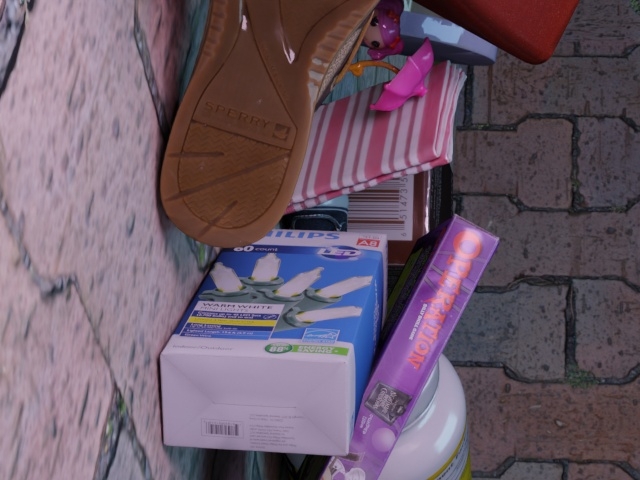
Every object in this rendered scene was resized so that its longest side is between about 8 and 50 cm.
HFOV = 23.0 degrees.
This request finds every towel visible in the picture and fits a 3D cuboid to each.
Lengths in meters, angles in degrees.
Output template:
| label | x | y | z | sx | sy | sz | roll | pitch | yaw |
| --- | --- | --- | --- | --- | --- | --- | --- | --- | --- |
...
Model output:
| label | x | y | z | sx | sy | sz | roll | pitch | yaw |
| --- | --- | --- | --- | --- | --- | --- | --- | --- | --- |
| towel | 0.038 | -0.088 | 1.441 | 0.029 | 0.197 | 0.144 | 55 | 31 | -31 |

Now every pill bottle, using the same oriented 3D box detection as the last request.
| label | x | y | z | sx | sy | sz | roll | pitch | yaw |
| --- | --- | --- | --- | --- | --- | --- | --- | --- | --- |
| pill bottle | 0.056 | 0.207 | 1.583 | 0.334 | 0.188 | 0.188 | 80 | 14 | -51 |

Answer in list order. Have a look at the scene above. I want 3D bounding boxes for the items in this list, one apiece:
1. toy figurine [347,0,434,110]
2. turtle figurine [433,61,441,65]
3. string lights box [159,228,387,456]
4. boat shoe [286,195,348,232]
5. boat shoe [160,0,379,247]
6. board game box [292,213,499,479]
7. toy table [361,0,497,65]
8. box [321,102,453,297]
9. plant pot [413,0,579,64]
| label | x | y | z | sx | sy | sz | roll | pitch | yaw |
| --- | --- | --- | --- | --- | --- | --- | --- | --- | --- |
| toy figurine | 0.022 | -0.177 | 1.406 | 0.130 | 0.159 | 0.173 | -67 | 156 | -68 |
| turtle figurine | 0.143 | -0.389 | 2.085 | 0.198 | 0.275 | 0.266 | 32 | 56 | -39 |
| string lights box | -0.027 | 0.070 | 1.197 | 0.259 | 0.133 | 0.076 | -68 | 159 | -68 |
| boat shoe | 0.000 | 0.000 | 1.589 | 0.183 | 0.065 | 0.083 | 47 | 44 | -79 |
| boat shoe | -0.021 | -0.164 | 1.101 | 0.123 | 0.123 | 0.342 | -104 | -146 | -79 |
| board game box | 0.035 | 0.149 | 1.307 | 0.346 | 0.056 | 0.208 | -62 | 178 | -6 |
| toy table | 0.119 | -0.301 | 1.824 | 0.274 | 0.252 | 0.160 | 7 | 92 | -68 |
| box | 0.085 | -0.032 | 1.918 | 0.381 | 0.143 | 0.191 | 52 | 40 | -79 |
| plant pot | 0.100 | -0.322 | 1.286 | 0.267 | 0.267 | 0.236 | -64 | 161 | 14 |
